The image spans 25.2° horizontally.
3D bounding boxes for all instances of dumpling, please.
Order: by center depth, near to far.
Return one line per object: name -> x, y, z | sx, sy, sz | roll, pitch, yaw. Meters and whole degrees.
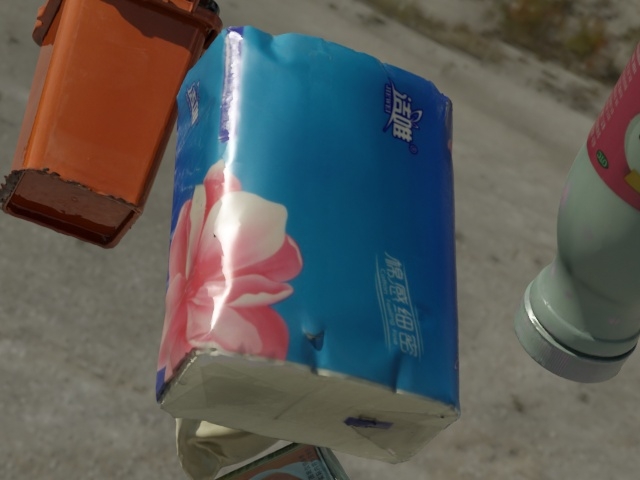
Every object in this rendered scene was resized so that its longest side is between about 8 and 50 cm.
dumpling -> -0.091, 0.176, 1.716 | 0.126, 0.216, 0.166 | 52, -14, 55

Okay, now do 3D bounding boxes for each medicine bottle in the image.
medicine bottle -> 0.170, -0.021, 0.731 | 0.090, 0.216, 0.090 | 13, 40, -11

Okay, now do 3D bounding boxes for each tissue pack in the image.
tissue pack -> 0.000, 0.000, 1.011 | 0.209, 0.137, 0.269 | 18, 54, -24

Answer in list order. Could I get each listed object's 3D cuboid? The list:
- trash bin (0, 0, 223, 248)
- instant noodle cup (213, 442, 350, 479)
trash bin -> -0.193, -0.130, 1.300 | 0.161, 0.238, 0.184 | 20, -28, -16
instant noodle cup -> -0.036, 0.350, 1.485 | 0.296, 0.214, 0.296 | 58, -1, 2
